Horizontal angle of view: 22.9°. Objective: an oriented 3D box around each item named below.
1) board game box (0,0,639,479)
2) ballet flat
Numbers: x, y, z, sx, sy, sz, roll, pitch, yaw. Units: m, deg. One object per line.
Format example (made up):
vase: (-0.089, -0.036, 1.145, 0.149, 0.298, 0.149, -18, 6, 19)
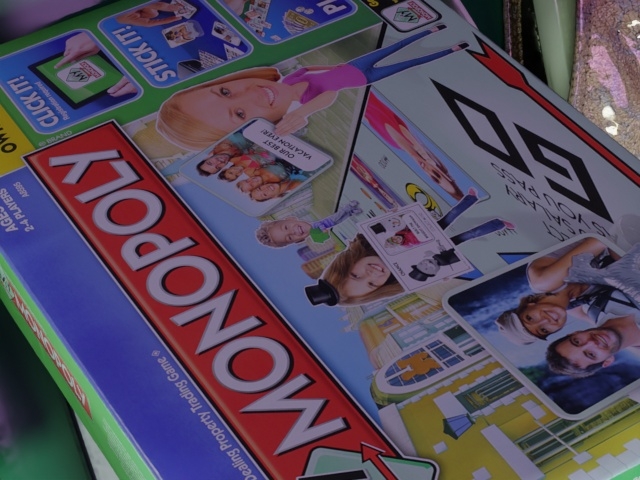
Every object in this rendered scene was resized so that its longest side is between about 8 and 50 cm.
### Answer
board game box: (0.000, 0.000, 0.571, 0.214, 0.317, 0.046, -24, 135, -21)
ballet flat: (0.098, -0.154, 0.708, 0.106, 0.107, 0.316, -12, 99, -13)
